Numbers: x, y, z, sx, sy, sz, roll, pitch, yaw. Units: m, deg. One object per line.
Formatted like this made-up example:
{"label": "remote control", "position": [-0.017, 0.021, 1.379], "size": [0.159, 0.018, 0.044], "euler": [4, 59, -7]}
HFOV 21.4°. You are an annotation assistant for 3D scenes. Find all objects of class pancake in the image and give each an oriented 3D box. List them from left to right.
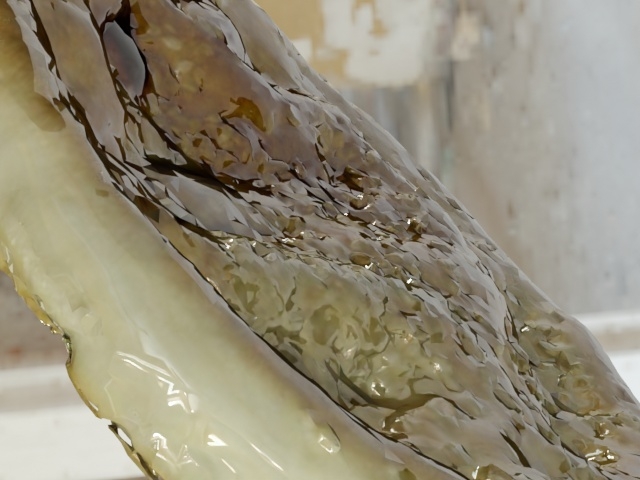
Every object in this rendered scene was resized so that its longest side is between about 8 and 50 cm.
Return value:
{"label": "pancake", "position": [-0.001, 0.002, 0.528], "size": [0.065, 0.356, 0.356], "euler": [-46, 26, 17]}
